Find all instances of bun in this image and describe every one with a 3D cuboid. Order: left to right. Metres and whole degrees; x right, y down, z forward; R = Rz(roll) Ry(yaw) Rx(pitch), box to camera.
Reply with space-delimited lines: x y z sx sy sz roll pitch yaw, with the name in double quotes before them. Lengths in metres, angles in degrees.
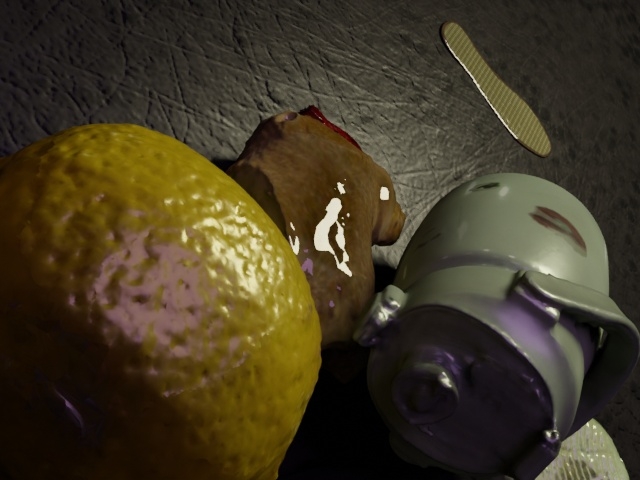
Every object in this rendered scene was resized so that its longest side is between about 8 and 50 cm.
"bun" 0.229 0.263 0.800 0.196 0.118 0.195 17 54 -26

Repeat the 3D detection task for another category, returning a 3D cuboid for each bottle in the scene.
"bottle" 0.161 0.080 0.695 0.229 0.229 0.351 53 25 -4

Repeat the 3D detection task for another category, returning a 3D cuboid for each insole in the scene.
"insole" 0.260 -0.220 1.139 0.253 0.005 0.086 48 47 -9

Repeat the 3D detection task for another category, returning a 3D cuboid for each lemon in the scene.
"lemon" -0.126 0.062 0.531 0.310 0.253 0.253 51 47 -7

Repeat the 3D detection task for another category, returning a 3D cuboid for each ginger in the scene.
"ginger" 0.000 0.000 0.745 0.221 0.130 0.275 -3 76 -49

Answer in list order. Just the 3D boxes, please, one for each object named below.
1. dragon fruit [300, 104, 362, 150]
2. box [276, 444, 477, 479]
"dragon fruit" 0.022 -0.098 0.851 0.131 0.063 0.097 44 49 -13
"box" 0.071 0.297 0.615 0.289 0.073 0.290 -1 39 -39
